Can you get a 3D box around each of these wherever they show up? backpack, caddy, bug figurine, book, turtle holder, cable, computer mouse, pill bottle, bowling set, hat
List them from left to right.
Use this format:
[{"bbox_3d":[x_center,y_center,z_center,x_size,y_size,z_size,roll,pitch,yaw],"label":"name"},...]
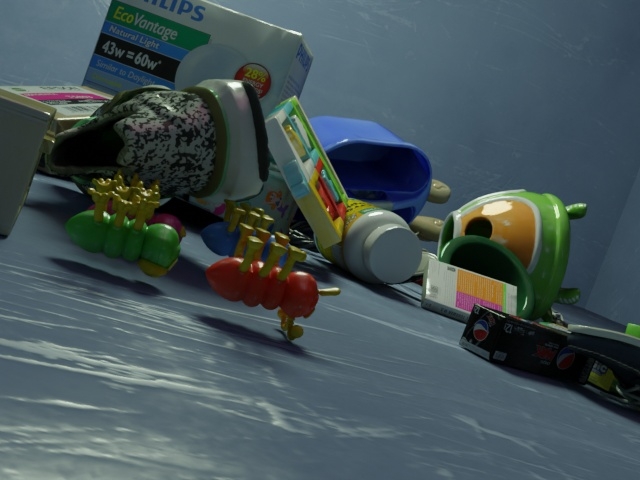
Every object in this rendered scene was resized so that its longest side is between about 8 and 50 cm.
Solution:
[{"bbox_3d":[-0.102,0.004,0.748,0.216,0.072,0.279,17,6,-10],"label":"bug figurine"},{"bbox_3d":[-0.146,-0.101,1.303,0.254,0.191,0.225,26,4,13],"label":"backpack"},{"bbox_3d":[0.000,0.000,1.576,0.185,0.047,0.151,19,4,-30],"label":"cable"},{"bbox_3d":[0.066,-0.109,1.738,0.342,0.241,0.179,0,33,-36],"label":"caddy"},{"bbox_3d":[0.076,0.003,1.378,0.118,0.117,0.208,19,4,-23],"label":"pill bottle"},{"bbox_3d":[0.190,0.005,1.941,0.154,0.199,0.286,15,47,-13],"label":"bowling set"},{"bbox_3d":[0.238,0.105,1.469,0.173,0.183,0.208,7,52,-19],"label":"hat"},{"bbox_3d":[0.226,0.087,1.319,0.144,0.035,0.096,20,37,-4],"label":"book"},{"bbox_3d":[0.336,0.019,1.622,0.228,0.243,0.320,8,8,-4],"label":"turtle holder"},{"bbox_3d":[0.455,0.159,1.766,0.106,0.042,0.193,13,12,-24],"label":"computer mouse"}]

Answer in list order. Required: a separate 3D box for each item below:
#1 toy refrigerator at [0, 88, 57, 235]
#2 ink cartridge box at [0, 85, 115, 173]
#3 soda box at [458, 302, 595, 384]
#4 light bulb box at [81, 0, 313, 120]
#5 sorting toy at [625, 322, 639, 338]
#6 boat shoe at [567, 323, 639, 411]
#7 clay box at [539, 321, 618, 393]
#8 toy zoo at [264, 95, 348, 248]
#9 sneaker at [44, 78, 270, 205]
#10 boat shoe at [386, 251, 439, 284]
[{"bbox_3d":[-0.290,-0.082,0.773,0.094,0.102,0.269,19,3,-17],"label":"toy refrigerator"},{"bbox_3d":[-0.386,-0.176,1.336,0.193,0.088,0.235,22,20,27],"label":"ink cartridge box"},{"bbox_3d":[0.247,0.123,1.021,0.169,0.053,0.060,19,3,-32],"label":"soda box"},{"bbox_3d":[-0.243,-0.260,1.644,0.358,0.360,0.225,20,3,4],"label":"light bulb box"},{"bbox_3d":[0.544,0.169,1.090,0.196,0.047,0.348,20,-5,-40],"label":"sorting toy"},{"bbox_3d":[0.392,0.165,1.001,0.255,0.079,0.095,22,1,-14],"label":"boat shoe"},{"bbox_3d":[0.393,0.168,1.150,0.222,0.053,0.127,17,5,-31],"label":"clay box"},{"bbox_3d":[-0.020,-0.102,1.255,0.192,0.030,0.293,62,12,-13],"label":"toy zoo"},{"bbox_3d":[-0.231,-0.111,0.979,0.182,0.157,0.410,-4,1,-36],"label":"sneaker"},{"bbox_3d":[0.144,0.050,1.411,0.125,0.046,0.038,-12,-45,38],"label":"boat shoe"}]
